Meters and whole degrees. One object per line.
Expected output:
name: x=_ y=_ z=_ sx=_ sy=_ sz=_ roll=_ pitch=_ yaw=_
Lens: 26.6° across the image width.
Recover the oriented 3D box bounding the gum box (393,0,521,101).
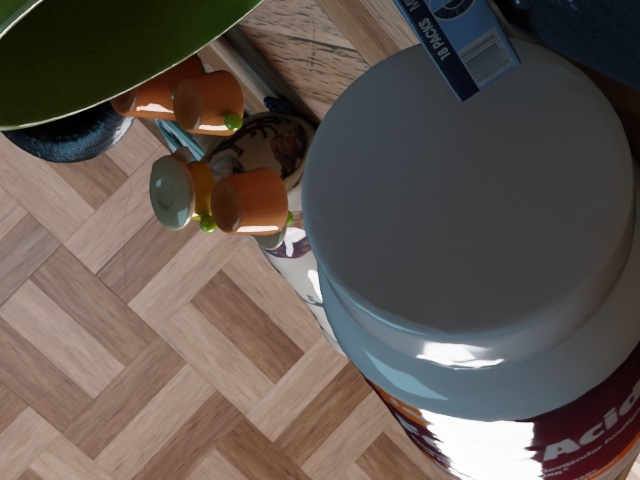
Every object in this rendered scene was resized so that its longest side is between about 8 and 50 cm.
gum box: x=0.023 y=-0.181 z=0.696 sx=0.157 sy=0.041 sz=0.184 roll=47 pitch=-167 yaw=-50

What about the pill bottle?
pill bottle: x=0.124 y=0.036 z=0.929 sx=0.224 sy=0.224 sz=0.392 roll=41 pitch=173 yaw=25

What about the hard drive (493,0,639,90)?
hard drive: x=0.139 y=-0.124 z=0.575 sx=0.172 sy=0.054 sz=0.255 roll=49 pitch=173 yaw=-38

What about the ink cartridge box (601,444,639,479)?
ink cartridge box: x=0.203 y=0.195 z=1.310 sx=0.097 sy=0.255 sz=0.189 roll=38 pitch=171 yaw=43

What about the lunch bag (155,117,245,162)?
lunch bag: x=-0.121 y=-0.107 z=1.995 sx=0.279 sy=0.108 sz=0.224 roll=42 pitch=173 yaw=19

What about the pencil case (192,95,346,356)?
pencil case: x=0.000 y=0.000 z=1.729 sx=0.410 sy=0.160 sz=0.183 roll=51 pitch=-177 yaw=-46

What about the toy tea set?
toy tea set: x=-0.122 y=-0.129 z=1.534 sx=0.200 sy=0.124 sz=0.336 roll=-41 pitch=66 yaw=47

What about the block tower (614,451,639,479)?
block tower: x=0.218 y=0.198 z=1.647 sx=0.335 sy=0.091 sz=0.097 roll=24 pitch=166 yaw=29

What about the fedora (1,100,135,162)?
fedora: x=-0.326 y=-0.265 z=1.840 sx=0.334 sy=0.334 sz=0.152 roll=41 pitch=-157 yaw=23

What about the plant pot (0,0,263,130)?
plant pot: x=-0.192 y=-0.270 z=0.910 sx=0.293 sy=0.275 sz=0.275 roll=59 pitch=175 yaw=6
